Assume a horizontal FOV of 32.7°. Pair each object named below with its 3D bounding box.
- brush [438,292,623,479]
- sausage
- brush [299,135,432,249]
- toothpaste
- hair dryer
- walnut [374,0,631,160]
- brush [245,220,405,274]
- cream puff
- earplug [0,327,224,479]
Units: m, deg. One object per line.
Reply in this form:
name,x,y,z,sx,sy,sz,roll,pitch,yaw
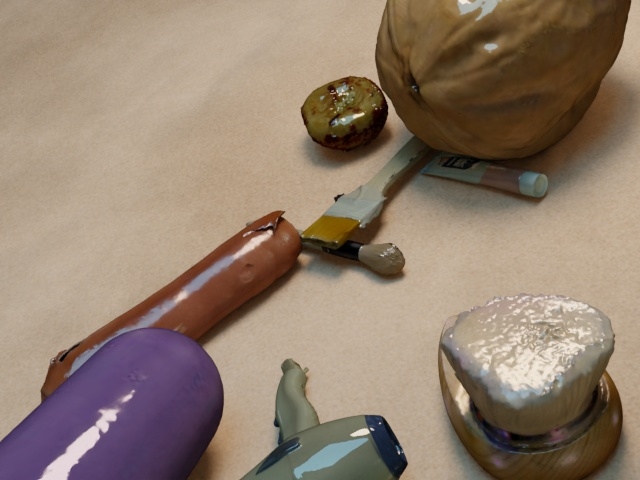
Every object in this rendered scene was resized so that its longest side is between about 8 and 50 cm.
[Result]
brush,0.203,0.134,1.189,0.174,0.166,0.267,-32,36,-14
sausage,-0.198,0.101,1.478,0.419,0.094,0.094,-35,1,-18
brush,0.093,-0.087,1.600,0.085,0.020,0.336,10,40,39
toothpaste,0.233,-0.097,1.567,0.056,0.036,0.205,-40,37,-27
hair dryer,-0.077,0.270,1.231,0.296,0.119,0.298,-37,24,-14
walnut,0.253,-0.293,1.561,0.381,0.381,0.381,-13,38,10
brush,0.000,0.000,1.552,0.299,0.042,0.039,16,35,40
cream puff,0.040,-0.194,1.734,0.149,0.084,0.149,-14,41,12
earplug,-0.257,0.265,1.174,0.215,0.215,0.456,3,34,29
